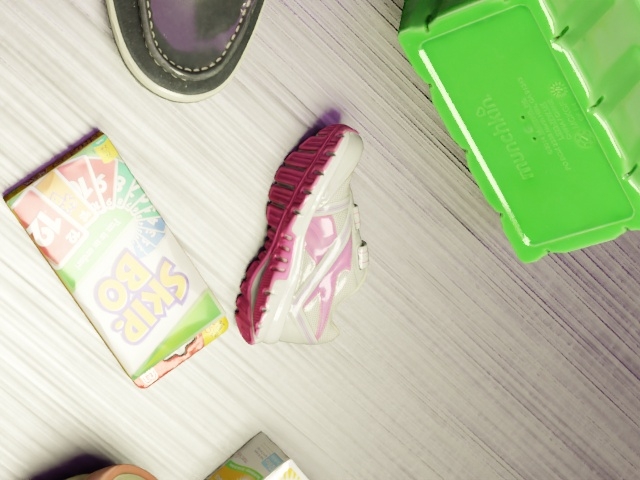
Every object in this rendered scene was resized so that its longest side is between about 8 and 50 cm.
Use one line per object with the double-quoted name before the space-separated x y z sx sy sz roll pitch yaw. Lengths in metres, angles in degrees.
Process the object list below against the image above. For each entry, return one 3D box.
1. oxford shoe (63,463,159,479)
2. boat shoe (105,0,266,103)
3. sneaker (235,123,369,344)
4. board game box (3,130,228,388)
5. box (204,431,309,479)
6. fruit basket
"oxford shoe" -0.170 0.380 1.830 0.397 0.146 0.140 58 39 -30
"boat shoe" -0.095 -0.380 1.686 0.187 0.156 0.500 12 97 -22
"sneaker" 0.000 0.000 1.821 0.111 0.103 0.252 16 101 -24
"board game box" -0.206 0.027 1.787 0.124 0.039 0.259 -36 111 -9
"box" -0.027 0.324 1.856 0.103 0.114 0.203 -41 108 -8
"fruit basket" 0.289 -0.207 1.829 0.392 0.283 0.392 27 55 -46
